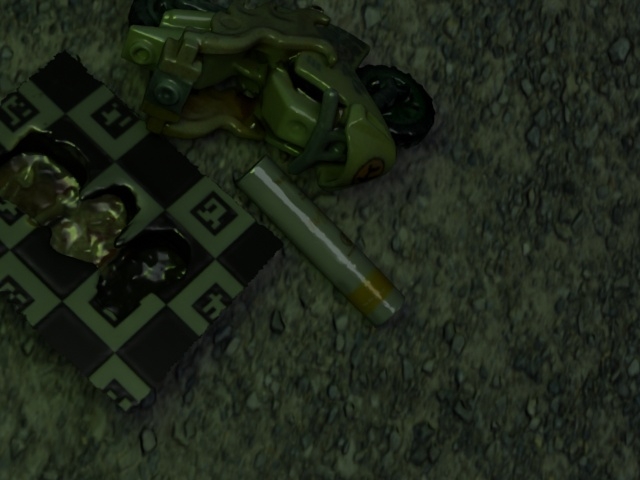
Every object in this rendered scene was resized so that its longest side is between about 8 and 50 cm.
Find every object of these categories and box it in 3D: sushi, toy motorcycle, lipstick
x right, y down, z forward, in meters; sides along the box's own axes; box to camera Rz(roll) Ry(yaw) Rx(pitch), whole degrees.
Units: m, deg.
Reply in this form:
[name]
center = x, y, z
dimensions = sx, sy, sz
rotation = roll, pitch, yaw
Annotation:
[sushi]
center = -0.281, -0.003, 1.562
dimensions = 0.373, 0.100, 0.296
rotation = 41, 62, 2
[toy motorcycle]
center = -0.054, -0.189, 1.604
dimensions = 0.410, 0.168, 0.237
rotation = 21, 38, -6
[lipstick]
center = 0.000, 0.000, 1.666
dimensions = 0.264, 0.059, 0.059
rotation = 46, 71, -8
